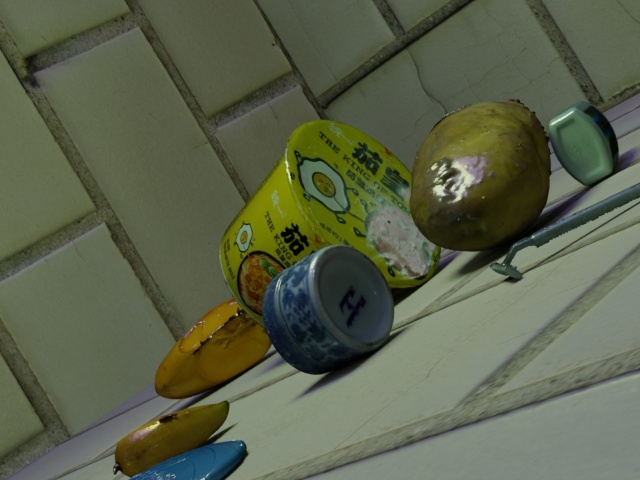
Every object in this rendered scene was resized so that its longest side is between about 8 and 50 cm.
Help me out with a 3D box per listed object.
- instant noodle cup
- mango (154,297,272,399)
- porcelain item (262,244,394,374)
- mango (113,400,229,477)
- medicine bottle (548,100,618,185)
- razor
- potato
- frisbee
[{"bbox_3d":[0.000,0.000,2.144,0.254,0.325,0.325,-41,-4,35],"label":"instant noodle cup"},{"bbox_3d":[-0.202,0.210,2.400,0.252,0.126,0.154,-38,13,0],"label":"mango"},{"bbox_3d":[0.007,0.090,1.653,0.114,0.147,0.147,-31,1,41],"label":"porcelain item"},{"bbox_3d":[-0.192,0.258,1.683,0.187,0.066,0.101,-25,-11,-41],"label":"mango"},{"bbox_3d":[0.430,-0.163,2.093,0.083,0.121,0.229,-31,1,19],"label":"medicine bottle"},{"bbox_3d":[0.300,-0.019,1.536,0.211,0.036,0.084,-32,3,-2],"label":"razor"},{"bbox_3d":[0.233,-0.078,1.920,0.229,0.229,0.266,-31,7,20],"label":"potato"},{"bbox_3d":[-0.191,0.277,1.413,0.242,0.045,0.242,-32,0,0],"label":"frisbee"}]
